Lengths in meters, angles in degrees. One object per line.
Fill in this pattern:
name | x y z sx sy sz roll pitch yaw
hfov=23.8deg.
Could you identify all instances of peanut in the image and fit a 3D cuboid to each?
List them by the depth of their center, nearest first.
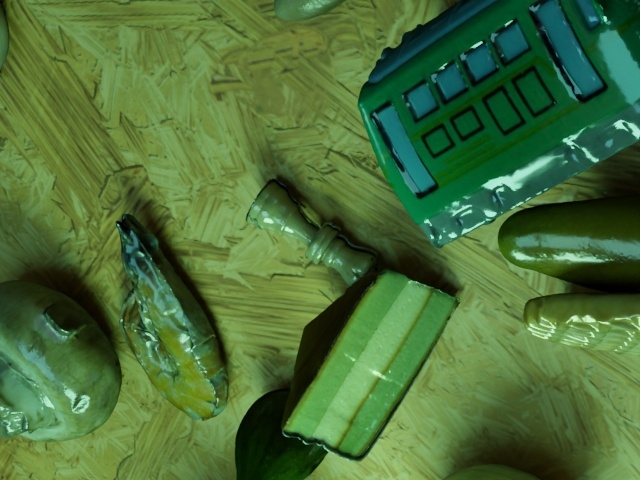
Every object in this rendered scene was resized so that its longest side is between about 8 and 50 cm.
peanut | 0.001 -0.264 1.500 0.076 0.076 0.152 53 139 -8

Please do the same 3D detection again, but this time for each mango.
mango | 0.284 0.005 1.445 0.228 0.136 0.099 5 81 11

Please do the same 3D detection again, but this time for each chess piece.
chess piece | 0.000 0.000 1.711 0.172 0.060 0.060 34 135 8

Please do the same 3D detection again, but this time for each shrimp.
shrimp | -0.210 0.099 1.932 0.164 0.062 0.316 3 125 38

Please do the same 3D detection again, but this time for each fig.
fig | -0.060 0.268 1.866 0.117 0.177 0.117 24 151 15

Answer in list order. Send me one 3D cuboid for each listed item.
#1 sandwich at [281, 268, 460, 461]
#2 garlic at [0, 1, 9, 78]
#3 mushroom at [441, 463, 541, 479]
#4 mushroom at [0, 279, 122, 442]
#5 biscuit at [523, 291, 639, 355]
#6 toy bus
sandwich | 0.057 0.139 1.684 0.117 0.144 0.187 22 144 -21
garlic | -0.452 -0.296 1.807 0.149 0.128 0.266 -5 108 25
mushroom | 0.189 0.390 1.732 0.234 0.254 0.260 45 179 11
mushroom | -0.380 0.165 2.021 0.255 0.184 0.254 33 141 32
biscuit | 0.325 0.084 1.454 0.309 0.205 0.040 0 78 35
toy bus | 0.201 -0.151 1.362 0.343 0.183 0.199 -30 96 44
